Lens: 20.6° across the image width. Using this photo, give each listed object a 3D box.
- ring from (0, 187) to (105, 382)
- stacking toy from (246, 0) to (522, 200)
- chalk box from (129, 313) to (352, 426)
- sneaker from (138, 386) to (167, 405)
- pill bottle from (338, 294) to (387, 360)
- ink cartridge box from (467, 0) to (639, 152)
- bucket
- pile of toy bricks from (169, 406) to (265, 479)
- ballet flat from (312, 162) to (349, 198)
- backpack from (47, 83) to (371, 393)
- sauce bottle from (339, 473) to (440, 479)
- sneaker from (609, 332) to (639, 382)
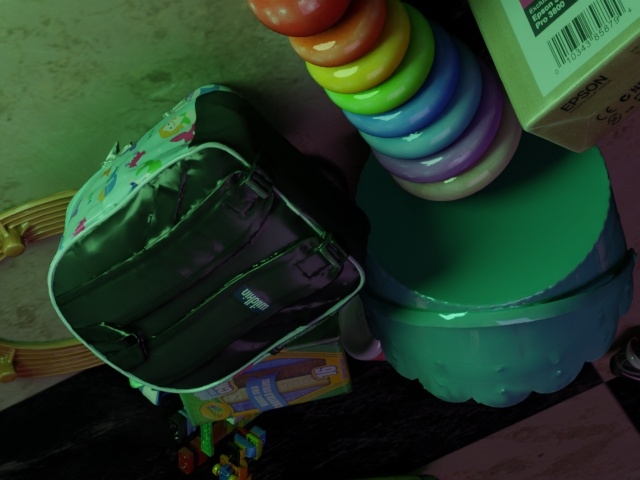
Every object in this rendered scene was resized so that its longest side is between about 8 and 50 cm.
[{"bbox_3d":[-0.242,0.055,1.748,0.337,0.032,0.336,-15,149,-9],"label":"ring"},{"bbox_3d":[0.047,-0.157,1.486,0.141,0.141,0.330,-30,145,17],"label":"stacking toy"},{"bbox_3d":[-0.089,0.089,1.722,0.213,0.132,0.132,-12,150,-1],"label":"chalk box"},{"bbox_3d":[-0.135,0.133,1.912,0.144,0.059,0.053,-24,151,-11],"label":"sneaker"},{"bbox_3d":[0.105,0.092,1.969,0.160,0.087,0.087,4,142,-36],"label":"pill bottle"},{"bbox_3d":[0.240,-0.218,1.432,0.088,0.193,0.235,15,134,-43],"label":"ink cartridge box"},{"bbox_3d":[0.163,0.005,1.696,0.281,0.281,0.183,-20,147,-1],"label":"bucket"},{"bbox_3d":[-0.097,0.198,2.029,0.105,0.118,0.212,-35,144,-36],"label":"pile of toy bricks"},{"bbox_3d":[0.000,0.000,1.780,0.084,0.058,0.250,-20,151,-2],"label":"ballet flat"},{"bbox_3d":[-0.108,0.004,1.554,0.253,0.191,0.225,-39,115,20],"label":"backpack"},{"bbox_3d":[0.013,0.376,2.363,0.344,0.111,0.111,2,144,-31],"label":"sauce bottle"},{"bbox_3d":[0.454,0.159,2.337,0.178,0.072,0.077,14,148,-34],"label":"sneaker"}]
